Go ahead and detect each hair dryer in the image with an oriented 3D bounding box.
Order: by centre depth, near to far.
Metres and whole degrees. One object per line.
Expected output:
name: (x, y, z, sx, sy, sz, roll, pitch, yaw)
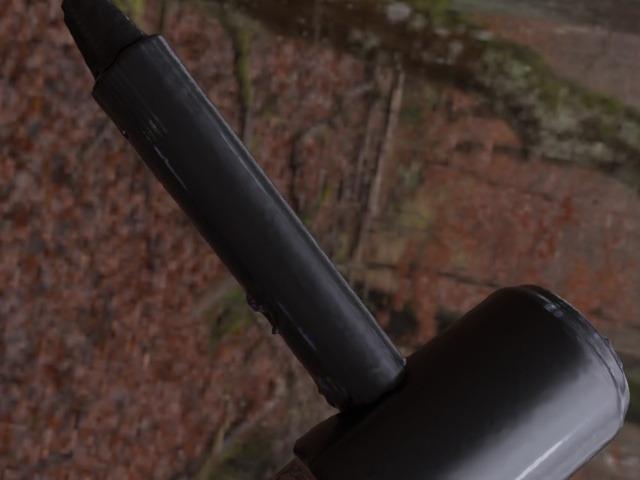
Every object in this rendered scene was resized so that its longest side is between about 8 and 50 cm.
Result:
hair dryer: (-0.001, 0.001, 0.475, 0.114, 0.248, 0.070, -36, 177, -16)

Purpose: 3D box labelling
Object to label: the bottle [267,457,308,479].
bottle: (-0.009, 0.283, 1.341, 0.253, 0.120, 0.120, -39, 172, -4)
